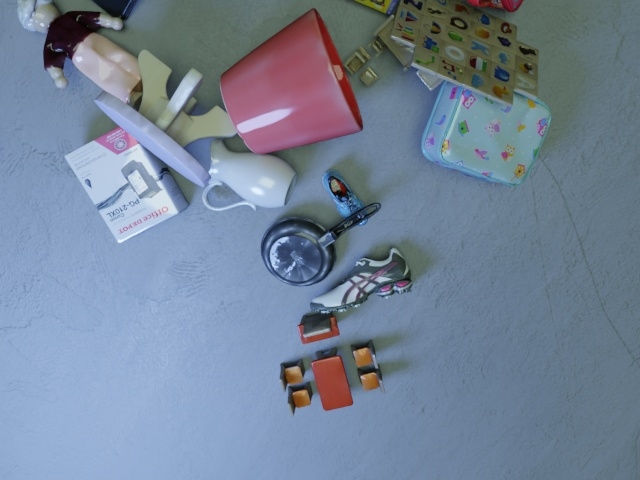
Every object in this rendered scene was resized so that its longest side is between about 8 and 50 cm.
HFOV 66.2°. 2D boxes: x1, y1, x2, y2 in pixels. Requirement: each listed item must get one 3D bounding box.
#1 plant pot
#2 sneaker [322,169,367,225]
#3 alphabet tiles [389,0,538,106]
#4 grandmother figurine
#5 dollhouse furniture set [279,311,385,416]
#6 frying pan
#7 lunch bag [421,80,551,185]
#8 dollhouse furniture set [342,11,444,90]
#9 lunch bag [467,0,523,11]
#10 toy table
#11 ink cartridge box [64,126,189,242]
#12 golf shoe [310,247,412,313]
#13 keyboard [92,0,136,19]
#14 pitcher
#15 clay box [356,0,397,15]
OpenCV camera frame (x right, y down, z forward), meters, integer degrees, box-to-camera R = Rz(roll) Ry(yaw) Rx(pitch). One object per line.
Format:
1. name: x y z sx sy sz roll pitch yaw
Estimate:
1. plant pot: -0.066 -0.322 1.077 0.244 0.275 0.274 -21 103 14
2. sneaker: 0.059 -0.099 1.213 0.063 0.073 0.162 -38 102 7
3. alphabet tiles: 0.323 -0.428 1.074 0.343 0.011 0.284 20 57 -6
4. grandmother figurine: -0.537 -0.433 1.116 0.342 0.104 0.207 38 72 -6
5. dollhouse furniture set: 0.018 0.325 1.280 0.262 0.135 0.258 -15 103 2
6. frying pan: 0.004 0.027 1.227 0.327 0.053 0.197 -8 113 14
7. lunch bag: 0.386 -0.256 1.135 0.280 0.108 0.223 13 100 -25
8. dollhouse furniture set: 0.175 -0.405 1.153 0.161 0.101 0.182 -37 103 32
9. lunch bag: 0.373 -0.608 0.994 0.120 0.293 0.258 31 101 26
10. toy table: -0.316 -0.263 1.058 0.274 0.252 0.160 40 79 -25
11. ink cartridge box: -0.456 -0.137 1.179 0.172 0.100 0.237 -26 102 5
12. golf shoe: 0.096 0.110 1.263 0.273 0.105 0.120 -17 88 -3
13. keyboard: -0.435 -0.658 1.046 0.202 0.033 0.317 37 118 -16
14. pitcher: -0.175 -0.133 1.181 0.207 0.125 0.177 20 108 4
15. clay box: 0.079 -0.595 1.070 0.222 0.127 0.053 19 63 -6
